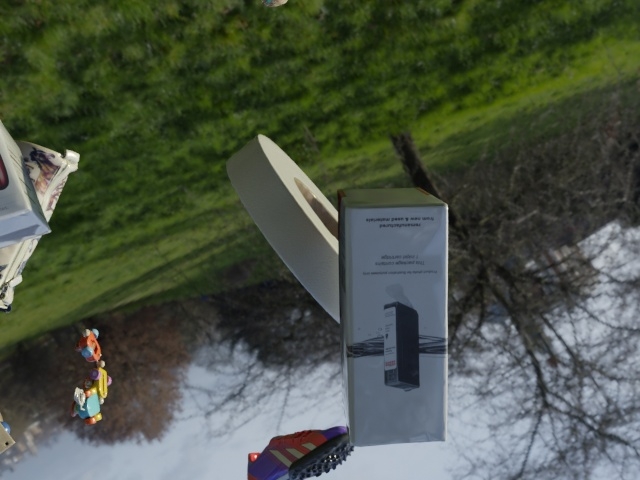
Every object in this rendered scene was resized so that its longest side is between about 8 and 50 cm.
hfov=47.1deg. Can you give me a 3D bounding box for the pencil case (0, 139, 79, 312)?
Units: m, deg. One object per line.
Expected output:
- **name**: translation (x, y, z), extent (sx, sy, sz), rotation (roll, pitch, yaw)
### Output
- **pencil case**: translation (-0.716, -0.043, 1.713), extent (0.160, 0.184, 0.410), rotation (57, 53, -70)

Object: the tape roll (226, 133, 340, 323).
- **tape roll**: translation (0.000, 0.000, 1.181), extent (0.072, 0.392, 0.392), rotation (-38, 178, 7)

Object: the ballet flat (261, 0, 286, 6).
- **ballet flat**: translation (-0.071, -0.421, 1.189), extent (0.206, 0.073, 0.067), rotation (-75, -172, -63)

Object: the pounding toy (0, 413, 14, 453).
- **pounding toy**: translation (-0.618, 0.325, 1.333), extent (0.100, 0.130, 0.141), rotation (-37, -172, -28)

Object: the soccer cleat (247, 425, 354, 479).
- **soccer cleat**: translation (-0.051, 0.427, 1.471), extent (0.109, 0.116, 0.318), rotation (9, 140, -39)

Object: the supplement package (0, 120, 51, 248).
- **supplement package**: translation (-0.525, -0.048, 0.977), extent (0.262, 0.145, 0.204), rotation (-21, 177, -15)

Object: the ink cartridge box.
- **ink cartridge box**: translation (0.081, 0.081, 0.881), extent (0.114, 0.272, 0.197), rotation (-1, -170, -1)

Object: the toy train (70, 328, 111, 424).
- **toy train**: translation (-0.415, 0.242, 1.287), extent (0.046, 0.125, 0.166), rotation (-10, -142, 4)
